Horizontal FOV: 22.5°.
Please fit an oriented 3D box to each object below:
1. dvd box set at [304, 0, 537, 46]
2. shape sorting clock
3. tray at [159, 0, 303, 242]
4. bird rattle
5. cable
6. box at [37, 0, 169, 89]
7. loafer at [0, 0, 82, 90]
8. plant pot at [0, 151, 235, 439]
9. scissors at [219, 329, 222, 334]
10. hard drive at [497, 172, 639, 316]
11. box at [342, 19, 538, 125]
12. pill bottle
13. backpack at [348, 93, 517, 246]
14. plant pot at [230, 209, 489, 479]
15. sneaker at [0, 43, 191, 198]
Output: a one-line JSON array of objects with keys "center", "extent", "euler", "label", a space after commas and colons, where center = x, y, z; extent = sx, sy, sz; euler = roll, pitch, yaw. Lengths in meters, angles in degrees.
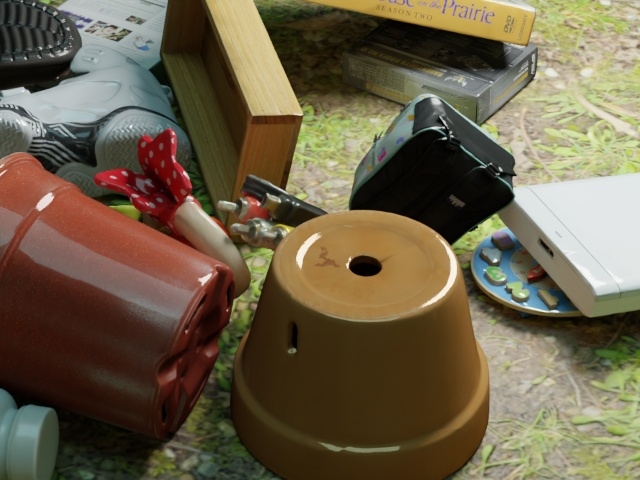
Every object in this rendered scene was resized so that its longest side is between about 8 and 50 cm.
[{"center": [0.075, -0.376, 2.341], "extent": [0.420, 0.062, 0.307], "euler": [10, 16, -13], "label": "dvd box set"}, {"center": [0.288, 0.031, 1.981], "extent": [0.206, 0.040, 0.206], "euler": [1, 36, -1], "label": "shape sorting clock"}, {"center": [-0.124, -0.209, 2.118], "extent": [0.076, 0.203, 0.411], "euler": [-2, 42, -19], "label": "tray"}, {"center": [-0.157, -0.019, 1.882], "extent": [0.207, 0.253, 0.143], "euler": [42, 65, 2], "label": "bird rattle"}, {"center": [0.000, 0.000, 1.920], "extent": [0.287, 0.072, 0.139], "euler": [25, 10, -40], "label": "cable"}, {"center": [-0.289, -0.310, 2.419], "extent": [0.232, 0.058, 0.322], "euler": [20, 42, 24], "label": "box"}, {"center": [-0.515, -0.249, 2.255], "extent": [0.365, 0.130, 0.134], "euler": [-6, 55, -3], "label": "loafer"}, {"center": [-0.250, 0.075, 1.742], "extent": [0.265, 0.272, 0.272], "euler": [20, 40, 11], "label": "plant pot"}, {"center": [-0.265, 0.092, 1.907], "extent": [0.297, 0.021, 0.109], "euler": [11, 40, 15], "label": "scissors"}, {"center": [0.427, -0.008, 1.992], "extent": [0.353, 0.047, 0.233], "euler": [-7, 36, -24], "label": "hard drive"}, {"center": [0.176, -0.258, 2.355], "extent": [0.231, 0.056, 0.183], "euler": [21, 41, 27], "label": "box"}, {"center": [-0.383, 0.205, 1.665], "extent": [0.208, 0.118, 0.118], "euler": [6, 37, 7], "label": "pill bottle"}, {"center": [0.130, -0.075, 1.996], "extent": [0.166, 0.188, 0.144], "euler": [33, 28, -21], "label": "backpack"}, {"center": [0.046, 0.105, 1.739], "extent": [0.290, 0.204, 0.291], "euler": [1, 37, -1], "label": "plant pot"}, {"center": [-0.359, -0.157, 2.147], "extent": [0.365, 0.137, 0.210], "euler": [1, 36, -9], "label": "sneaker"}]
